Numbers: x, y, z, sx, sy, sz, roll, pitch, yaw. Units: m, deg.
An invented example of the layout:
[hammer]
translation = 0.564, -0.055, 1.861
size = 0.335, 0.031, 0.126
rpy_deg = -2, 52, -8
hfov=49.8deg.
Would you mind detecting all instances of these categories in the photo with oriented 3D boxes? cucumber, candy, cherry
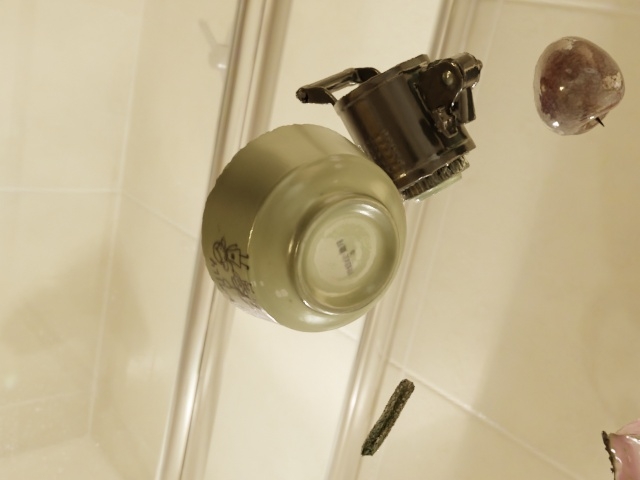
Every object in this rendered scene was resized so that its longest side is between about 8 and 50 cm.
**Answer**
[cucumber]
translation = 0.161, 0.418, 1.630
size = 0.043, 0.044, 0.256
rpy_deg = 36, -137, 8
[candy]
translation = 0.650, 0.478, 1.300
size = 0.116, 0.265, 0.155
rpy_deg = -13, 178, -19
[cherry]
translation = 0.438, -0.267, 1.189
size = 0.140, 0.176, 0.176
rpy_deg = -27, -156, -6

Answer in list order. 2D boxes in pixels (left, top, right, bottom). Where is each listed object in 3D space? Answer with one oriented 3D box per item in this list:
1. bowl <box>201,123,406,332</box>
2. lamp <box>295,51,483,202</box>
[bowl]
translation = 0.000, 0.000, 0.666
size = 0.211, 0.211, 0.112
rpy_deg = 3, -164, -30
[lamp]
translation = 0.158, -0.207, 1.328
size = 0.205, 0.272, 0.374
rpy_deg = -29, -159, -36
